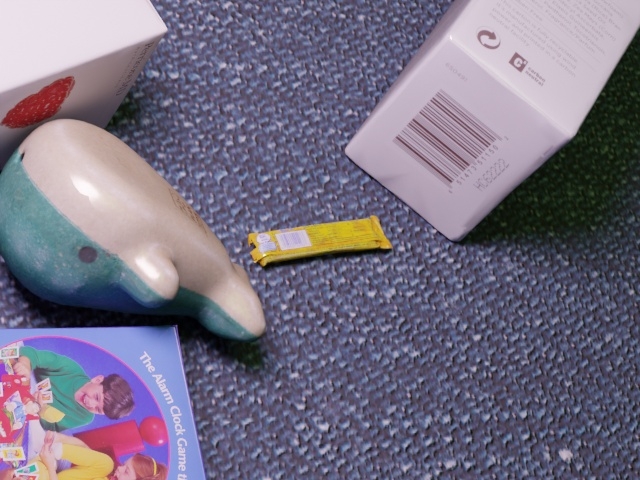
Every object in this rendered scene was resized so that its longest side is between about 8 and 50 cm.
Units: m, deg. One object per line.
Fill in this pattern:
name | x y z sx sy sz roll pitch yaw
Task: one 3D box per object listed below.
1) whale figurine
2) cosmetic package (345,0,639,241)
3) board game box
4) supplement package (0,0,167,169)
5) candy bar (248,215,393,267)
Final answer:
whale figurine | -0.174 0.015 1.490 0.272 0.141 0.216 38 11 -30
cosmetic package | 0.230 -0.234 1.793 0.161 0.230 0.453 39 51 -4
board game box | -0.204 0.241 1.357 0.233 0.078 0.347 1 62 -29
supplement package | -0.318 -0.164 1.474 0.293 0.177 0.175 -27 77 -37
candy bar | 0.000 0.000 1.656 0.161 0.018 0.040 -8 63 -32
